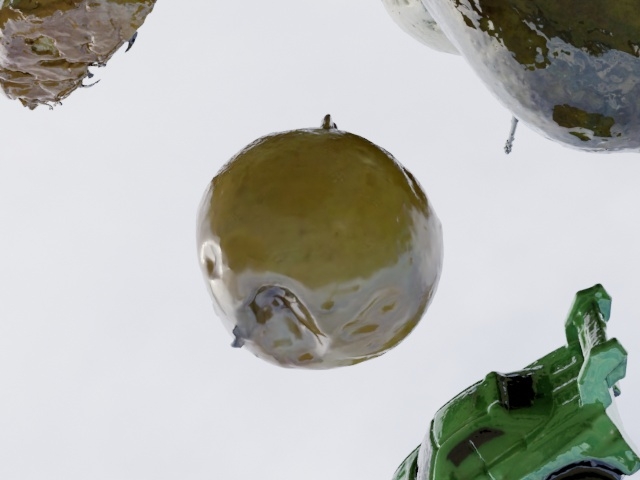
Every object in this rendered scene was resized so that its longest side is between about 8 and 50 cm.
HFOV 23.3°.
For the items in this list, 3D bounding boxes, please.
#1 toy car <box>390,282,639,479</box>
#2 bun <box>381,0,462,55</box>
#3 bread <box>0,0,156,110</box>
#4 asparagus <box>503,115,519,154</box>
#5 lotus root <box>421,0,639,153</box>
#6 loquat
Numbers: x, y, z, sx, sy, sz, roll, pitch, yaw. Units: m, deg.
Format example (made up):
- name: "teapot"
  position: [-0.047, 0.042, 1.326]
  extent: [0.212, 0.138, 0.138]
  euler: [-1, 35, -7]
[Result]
- name: "toy car"
  position: [0.204, 0.226, 1.660]
  extent: [0.359, 0.176, 0.213]
  euler: [-34, -160, 18]
- name: "bun"
  position: [0.225, -0.393, 1.921]
  extent: [0.234, 0.362, 0.326]
  euler: [22, -160, -11]
- name: "bread"
  position: [-0.315, -0.273, 1.849]
  extent: [0.260, 0.147, 0.160]
  euler: [-29, -132, 43]
- name: "asparagus"
  position: [0.269, -0.157, 2.174]
  extent: [0.013, 0.166, 0.016]
  euler: [-38, -109, -13]
- name: "lotus root"
  position: [0.251, -0.242, 1.580]
  extent: [0.250, 0.346, 0.250]
  euler: [-41, -170, 9]
- name: "loquat"
  position: [0.000, 0.000, 1.414]
  extent: [0.244, 0.244, 0.244]
  euler: [-7, -141, 6]
